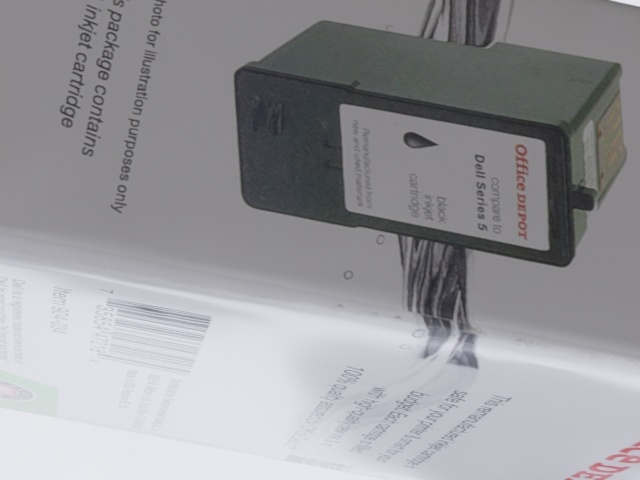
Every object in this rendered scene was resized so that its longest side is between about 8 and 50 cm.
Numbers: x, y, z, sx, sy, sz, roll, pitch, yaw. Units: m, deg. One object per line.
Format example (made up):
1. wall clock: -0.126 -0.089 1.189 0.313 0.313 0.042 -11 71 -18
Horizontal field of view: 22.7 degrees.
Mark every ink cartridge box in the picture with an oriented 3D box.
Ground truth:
1. ink cartridge box: 0.000 0.000 0.514 0.273 0.198 0.115 11 -109 -7
